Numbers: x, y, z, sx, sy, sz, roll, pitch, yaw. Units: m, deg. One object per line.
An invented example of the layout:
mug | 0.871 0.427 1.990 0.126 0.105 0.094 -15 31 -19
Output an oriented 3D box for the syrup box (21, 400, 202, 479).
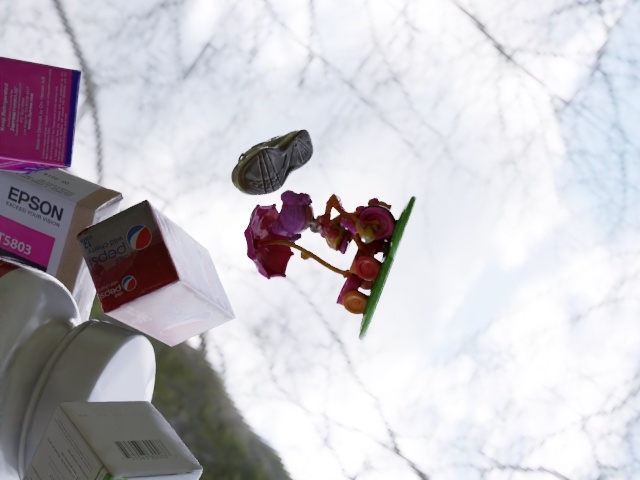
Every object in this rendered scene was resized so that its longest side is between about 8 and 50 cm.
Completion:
syrup box | -0.199 0.249 1.284 0.096 0.093 0.237 45 -62 38

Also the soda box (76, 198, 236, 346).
soda box | -0.166 0.040 1.642 0.083 0.263 0.092 -24 -104 5

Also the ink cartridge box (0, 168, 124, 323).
ink cartridge box | -0.388 -0.006 1.989 0.088 0.235 0.193 -39 149 -66

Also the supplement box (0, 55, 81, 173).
supplement box | -0.380 -0.140 1.679 0.111 0.220 0.114 -3 -99 55

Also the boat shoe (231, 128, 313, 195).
boat shoe | -0.065 -0.093 1.887 0.048 0.056 0.153 -2 -155 34

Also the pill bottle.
pill bottle | -0.376 0.110 1.504 0.408 0.229 0.229 17 -110 15

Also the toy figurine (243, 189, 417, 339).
toy figurine | 0.000 0.000 1.646 0.130 0.159 0.173 -65 175 -53
